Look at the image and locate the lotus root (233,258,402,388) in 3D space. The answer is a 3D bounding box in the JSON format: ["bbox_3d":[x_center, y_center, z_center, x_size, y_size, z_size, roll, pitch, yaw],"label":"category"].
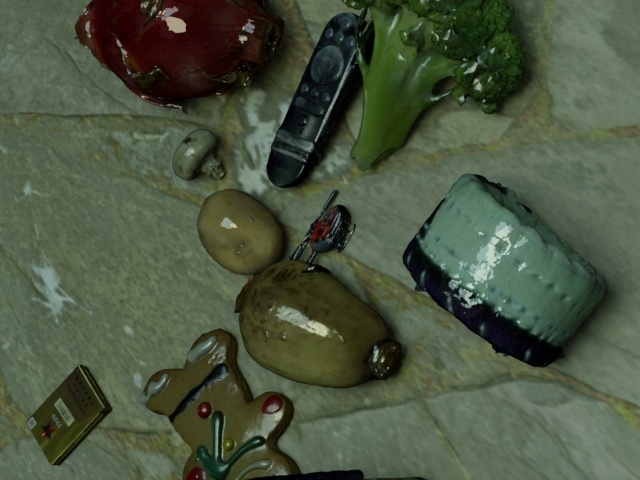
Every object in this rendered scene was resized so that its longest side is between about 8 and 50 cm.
[{"bbox_3d":[-0.015,0.110,1.514,0.257,0.140,0.154,20,95,25],"label":"lotus root"}]

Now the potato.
[{"bbox_3d":[-0.116,-0.016,1.622,0.147,0.112,0.112,36,97,24],"label":"potato"}]

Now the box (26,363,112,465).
[{"bbox_3d":[-0.387,0.268,1.754,0.133,0.023,0.090,-47,59,12],"label":"box"}]

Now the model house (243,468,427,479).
[{"bbox_3d":[0.000,0.425,1.340,0.243,0.284,0.298,-10,72,27],"label":"model house"}]

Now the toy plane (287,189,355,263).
[{"bbox_3d":[0.000,0.000,1.591,0.060,0.037,0.145,32,93,35],"label":"toy plane"}]

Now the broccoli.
[{"bbox_3d":[0.156,-0.264,1.517,0.254,0.186,0.302,4,123,27],"label":"broccoli"}]

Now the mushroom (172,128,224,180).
[{"bbox_3d":[-0.177,-0.122,1.707,0.079,0.085,0.085,35,97,2],"label":"mushroom"}]

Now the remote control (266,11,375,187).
[{"bbox_3d":[0.005,-0.194,1.628,0.090,0.066,0.266,32,99,46],"label":"remote control"}]

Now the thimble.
[{"bbox_3d":[0.223,0.040,1.354,0.237,0.237,0.150,45,105,30],"label":"thimble"}]

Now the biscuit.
[{"bbox_3d":[-0.129,0.269,1.595,0.197,0.049,0.301,-44,62,16],"label":"biscuit"}]

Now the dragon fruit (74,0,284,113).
[{"bbox_3d":[-0.213,-0.317,1.683,0.315,0.250,0.250,40,99,28],"label":"dragon fruit"}]
